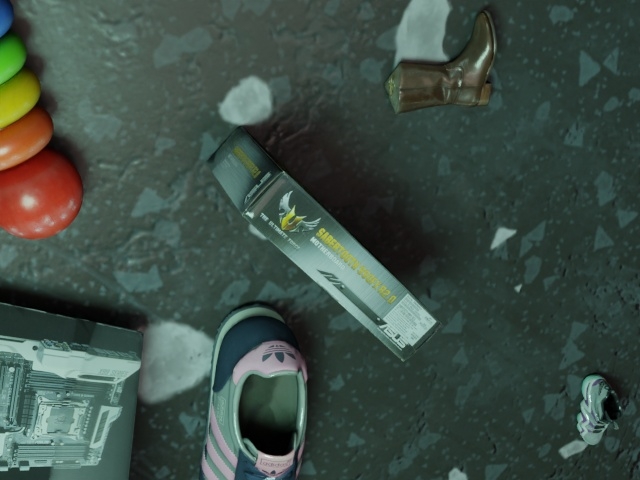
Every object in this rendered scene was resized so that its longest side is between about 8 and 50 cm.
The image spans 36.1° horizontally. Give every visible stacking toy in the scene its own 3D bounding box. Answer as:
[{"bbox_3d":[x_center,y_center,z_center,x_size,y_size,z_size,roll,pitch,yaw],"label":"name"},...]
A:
[{"bbox_3d":[-0.301,-0.146,0.860,0.141,0.141,0.330,-26,119,-7],"label":"stacking toy"}]

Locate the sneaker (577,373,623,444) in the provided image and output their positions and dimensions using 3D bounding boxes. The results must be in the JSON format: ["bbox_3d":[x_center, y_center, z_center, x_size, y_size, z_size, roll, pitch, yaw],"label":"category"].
[{"bbox_3d":[0.352,0.223,1.223,0.038,0.069,0.098,-12,111,-13],"label":"sneaker"}]

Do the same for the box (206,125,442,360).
[{"bbox_3d":[0.000,0.000,0.972,0.056,0.183,0.231,-45,115,3],"label":"box"}]

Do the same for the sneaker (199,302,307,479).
[{"bbox_3d":[-0.070,0.238,1.060,0.112,0.131,0.319,-6,110,-16],"label":"sneaker"}]

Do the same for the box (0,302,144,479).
[{"bbox_3d":[-0.301,0.211,0.900,0.242,0.307,0.076,15,145,-21],"label":"box"}]

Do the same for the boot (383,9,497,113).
[{"bbox_3d":[0.124,-0.187,1.029,0.114,0.037,0.106,-4,107,-12],"label":"boot"}]
